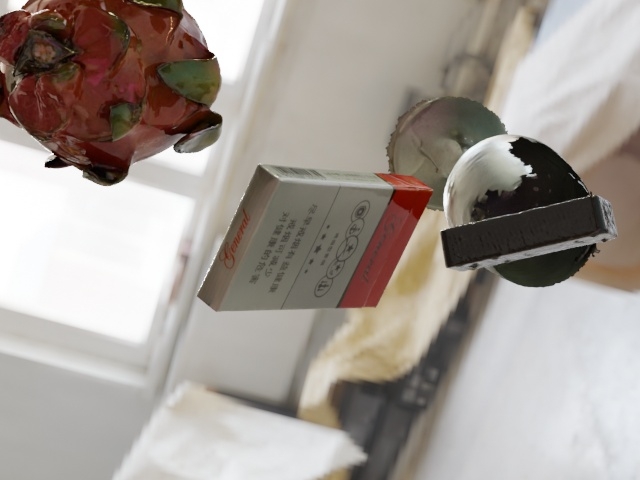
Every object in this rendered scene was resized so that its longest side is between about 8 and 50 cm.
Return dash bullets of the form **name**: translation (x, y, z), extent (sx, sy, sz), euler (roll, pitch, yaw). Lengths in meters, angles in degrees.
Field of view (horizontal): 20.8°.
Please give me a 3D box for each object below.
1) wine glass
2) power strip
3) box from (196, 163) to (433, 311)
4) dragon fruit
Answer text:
- **wine glass**: translation (0.174, -0.050, 1.757), extent (0.321, 0.143, 0.143), euler (-132, 57, -67)
- **power strip**: translation (0.133, -0.004, 1.127), extent (0.038, 0.111, 0.029), euler (17, -118, -67)
- **box**: translation (0.000, 0.000, 1.586), extent (0.245, 0.035, 0.139), euler (-1, -59, -54)
- **dragon fruit**: translation (-0.217, -0.167, 1.743), extent (0.227, 0.224, 0.224), euler (-32, -27, -46)
